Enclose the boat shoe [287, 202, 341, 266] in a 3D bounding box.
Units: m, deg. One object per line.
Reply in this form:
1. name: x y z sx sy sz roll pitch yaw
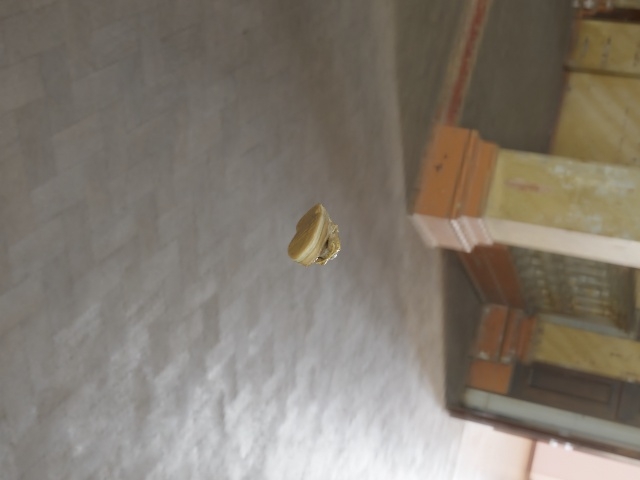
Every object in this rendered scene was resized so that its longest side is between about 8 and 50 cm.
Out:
1. boat shoe: 0.000 0.000 1.239 0.063 0.059 0.170 -43 -170 17
